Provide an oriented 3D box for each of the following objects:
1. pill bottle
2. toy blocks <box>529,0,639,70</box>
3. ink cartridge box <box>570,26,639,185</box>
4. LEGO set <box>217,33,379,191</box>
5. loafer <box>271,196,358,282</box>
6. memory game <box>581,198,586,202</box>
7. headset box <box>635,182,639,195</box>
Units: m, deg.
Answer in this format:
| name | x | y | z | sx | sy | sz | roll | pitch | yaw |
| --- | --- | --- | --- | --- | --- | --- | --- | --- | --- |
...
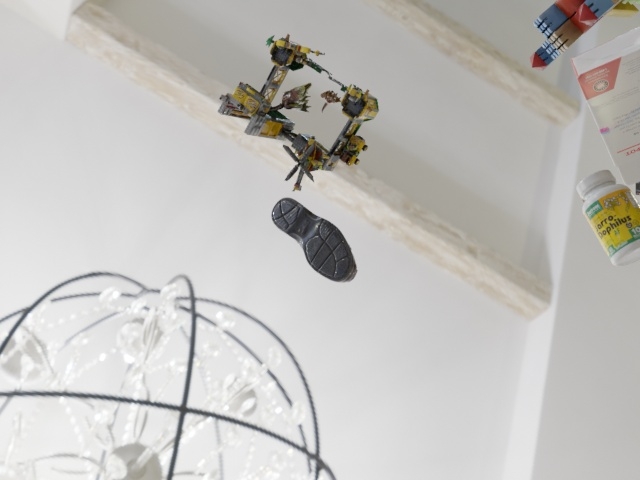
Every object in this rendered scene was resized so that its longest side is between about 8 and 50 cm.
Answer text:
| name | x | y | z | sx | sy | sz | roll | pitch | yaw |
| --- | --- | --- | --- | --- | --- | --- | --- | --- | --- |
| pill bottle | 0.679 | -0.055 | 1.684 | 0.117 | 0.117 | 0.208 | -5 | -119 | -31 |
| toy blocks | 0.615 | -0.545 | 1.724 | 0.261 | 0.381 | 0.191 | -42 | -92 | -3 |
| ink cartridge box | 0.441 | -0.184 | 1.018 | 0.198 | 0.115 | 0.067 | 55 | -154 | -28 |
| LEGO set | -0.058 | -0.289 | 1.559 | 0.331 | 0.255 | 0.192 | 47 | -159 | 18 |
| loafer | 0.000 | 0.000 | 1.724 | 0.302 | 0.109 | 0.095 | 44 | -171 | 38 |
| memory game | 0.905 | -0.111 | 2.310 | 0.186 | 0.186 | 0.012 | 45 | -106 | 5 |
| headset box | 0.822 | -0.153 | 1.825 | 0.032 | 0.062 | 0.083 | -31 | -59 | -34 |
